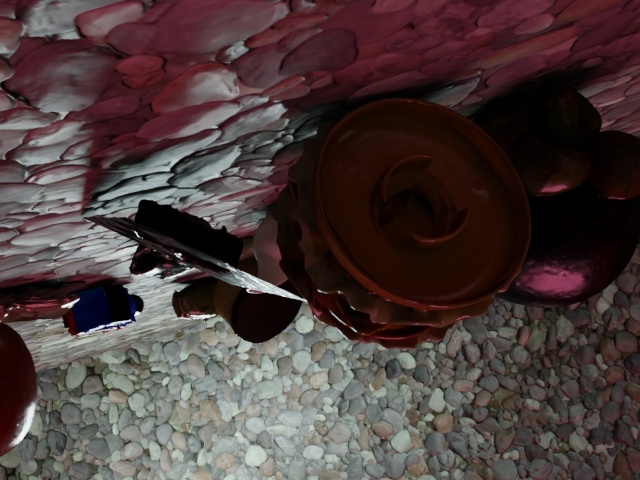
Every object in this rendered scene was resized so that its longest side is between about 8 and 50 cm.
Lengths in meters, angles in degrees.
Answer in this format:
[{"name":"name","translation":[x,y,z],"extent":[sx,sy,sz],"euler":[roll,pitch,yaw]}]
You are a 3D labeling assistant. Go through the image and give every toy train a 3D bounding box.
[{"name":"toy train","translation":[-0.430,0.140,1.433],"extent":[0.131,0.082,0.204],"euler":[-18,174,11]}]

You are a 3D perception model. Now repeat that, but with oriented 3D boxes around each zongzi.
[{"name":"zongzi","translation":[-0.246,0.129,1.738],"extent":[0.204,0.094,0.205],"euler":[-22,171,8]}]

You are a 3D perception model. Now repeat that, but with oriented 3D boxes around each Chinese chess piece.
[{"name":"Chinese chess piece","translation":[-0.160,0.019,1.374],"extent":[0.084,0.034,0.084],"euler":[-18,174,-2]}]

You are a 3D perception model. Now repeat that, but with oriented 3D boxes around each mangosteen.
[{"name":"mangosteen","translation":[0.298,-0.064,0.988],"extent":[0.300,0.300,0.300],"euler":[-17,172,-2]}]

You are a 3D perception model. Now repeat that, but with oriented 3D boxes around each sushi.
[{"name":"sushi","translation":[-0.144,-0.002,0.825],"extent":[0.220,0.047,0.231],"euler":[27,169,-27]}]

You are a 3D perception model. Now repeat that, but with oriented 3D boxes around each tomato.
[{"name":"tomato","translation":[-0.675,0.288,1.274],"extent":[0.325,0.293,0.290],"euler":[-32,153,33]}]

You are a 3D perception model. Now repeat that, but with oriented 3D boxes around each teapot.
[{"name":"teapot","translation":[0.000,0.000,1.201],"extent":[0.298,0.139,0.204],"euler":[-13,169,-22]}]

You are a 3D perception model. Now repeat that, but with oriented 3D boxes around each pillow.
[{"name":"pillow","translation":[-0.539,0.115,1.183],"extent":[0.248,0.049,0.135],"euler":[-6,166,-38]}]

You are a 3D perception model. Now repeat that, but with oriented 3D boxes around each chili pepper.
[{"name":"chili pepper","translation":[-0.260,0.031,1.153],"extent":[0.108,0.062,0.216],"euler":[-8,170,-19]}]

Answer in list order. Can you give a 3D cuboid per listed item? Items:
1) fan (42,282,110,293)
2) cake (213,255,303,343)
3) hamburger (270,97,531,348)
[{"name":"fan","translation":[-0.463,0.090,1.316],"extent":[0.113,0.005,0.175],"euler":[-21,171,39]},{"name":"cake","translation":[-0.157,0.107,1.585],"extent":[0.208,0.178,0.185],"euler":[23,101,-54]},{"name":"hamburger","translation":[0.080,-0.010,0.816],"extent":[0.275,0.274,0.212],"euler":[-14,165,-21]}]
